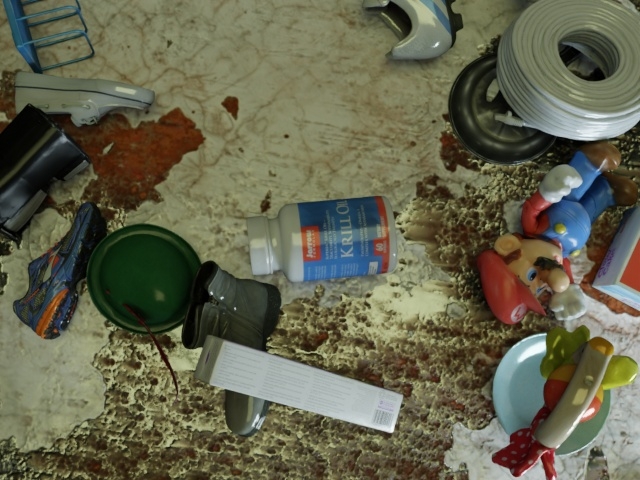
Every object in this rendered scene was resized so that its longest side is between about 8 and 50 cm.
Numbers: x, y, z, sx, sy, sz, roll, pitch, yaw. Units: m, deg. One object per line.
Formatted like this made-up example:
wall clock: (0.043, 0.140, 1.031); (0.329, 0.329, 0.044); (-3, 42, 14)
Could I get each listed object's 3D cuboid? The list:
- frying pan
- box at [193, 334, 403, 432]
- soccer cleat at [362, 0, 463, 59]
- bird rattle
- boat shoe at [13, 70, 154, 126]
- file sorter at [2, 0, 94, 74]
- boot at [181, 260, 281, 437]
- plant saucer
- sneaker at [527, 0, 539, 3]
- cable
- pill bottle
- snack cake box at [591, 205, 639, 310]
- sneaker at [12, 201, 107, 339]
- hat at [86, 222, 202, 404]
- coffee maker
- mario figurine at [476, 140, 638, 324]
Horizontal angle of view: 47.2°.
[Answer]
frying pan: (0.376, -0.245, 1.232); (0.326, 0.053, 0.197); (-18, 85, -3)
box: (-0.024, 0.213, 1.071); (0.324, 0.063, 0.067); (21, 80, -29)
soccer cleat: (0.122, -0.454, 1.201); (0.143, 0.116, 0.331); (-17, 85, -6)
bird rattle: (0.348, 0.231, 1.067); (0.143, 0.207, 0.253); (37, 72, 19)
boat shoe: (-0.375, -0.218, 1.167); (0.226, 0.083, 0.076); (8, 94, 9)
file sorter: (-0.436, -0.371, 1.154); (0.104, 0.118, 0.170); (-18, 85, -10)
boot: (-0.146, 0.162, 1.086); (0.083, 0.161, 0.246); (-4, 75, 38)
plant saucer: (0.366, 0.244, 1.177); (0.195, 0.037, 0.195); (0, 84, -4)
sneaker: (0.270, -0.516, 1.237); (0.152, 0.114, 0.305); (-30, 82, 7)
cable: (0.410, -0.280, 1.164); (0.257, 0.089, 0.257); (17, 67, 2)
pill bottle: (0.000, 0.000, 1.136); (0.221, 0.124, 0.124); (-6, 84, -5)
snack cake box: (0.601, 0.067, 1.188); (0.264, 0.089, 0.152); (28, 84, 0)
sneaker: (-0.405, 0.037, 1.128); (0.087, 0.083, 0.221); (22, 79, 7)
hat: (-0.245, 0.082, 1.063); (0.208, 0.183, 0.173); (37, 90, -14)
coffee maker: (-0.454, -0.109, 1.093); (0.120, 0.171, 0.178); (39, 81, 9)
mario figurine: (0.385, 0.005, 1.140); (0.198, 0.170, 0.320); (40, 80, 4)
